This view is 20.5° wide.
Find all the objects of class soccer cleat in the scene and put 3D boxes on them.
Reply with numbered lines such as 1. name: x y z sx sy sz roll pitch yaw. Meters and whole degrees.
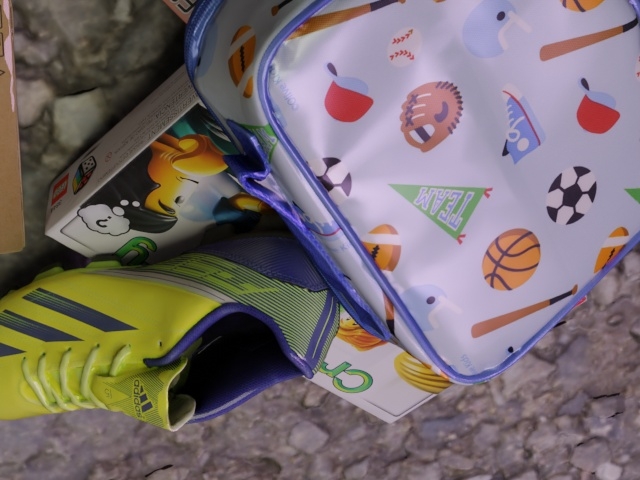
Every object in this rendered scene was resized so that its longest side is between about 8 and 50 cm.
1. soccer cleat: -0.120 0.072 1.112 0.289 0.121 0.093 -18 136 25

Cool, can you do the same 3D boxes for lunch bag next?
1. lunch bag: 0.066 -0.076 0.997 0.243 0.115 0.303 -42 126 -9

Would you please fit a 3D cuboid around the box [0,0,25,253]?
1. box: -0.270 -0.076 1.094 0.164 0.021 0.201 -5 121 -13

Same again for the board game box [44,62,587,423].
1. board game box: 0.000 0.000 1.158 0.305 0.053 0.193 31 131 -28

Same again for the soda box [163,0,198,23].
1. soda box: -0.081 -0.177 1.070 0.063 0.058 0.183 -42 122 10
